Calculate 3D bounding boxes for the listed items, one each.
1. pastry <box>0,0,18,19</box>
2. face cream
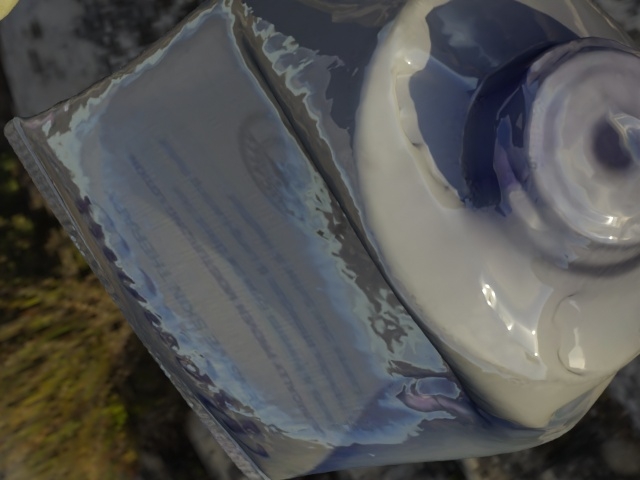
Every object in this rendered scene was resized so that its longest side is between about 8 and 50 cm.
[{"bbox_3d":[-0.348,-0.269,1.533,0.156,0.156,0.092,47,136,18],"label":"pastry"},{"bbox_3d":[0.000,0.000,0.691,0.235,0.137,0.420,54,152,-9],"label":"face cream"}]
